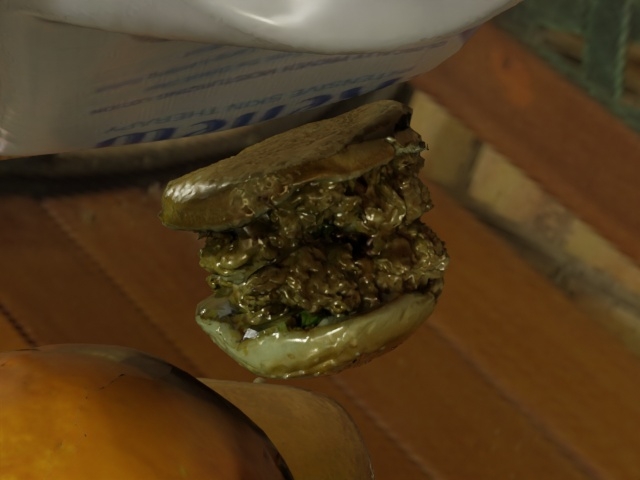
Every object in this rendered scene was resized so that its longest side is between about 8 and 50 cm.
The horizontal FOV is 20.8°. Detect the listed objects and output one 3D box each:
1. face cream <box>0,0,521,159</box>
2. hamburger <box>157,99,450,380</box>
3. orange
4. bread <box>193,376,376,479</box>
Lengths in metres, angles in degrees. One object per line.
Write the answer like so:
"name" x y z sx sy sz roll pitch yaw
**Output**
"face cream" -0.020 -0.100 0.673 0.234 0.420 0.137 -14 84 -12
"hamburger" 0.000 0.000 1.004 0.159 0.131 0.185 -8 18 43
"orange" -0.115 0.168 0.784 0.246 0.246 0.246 13 37 -10
"bread" -0.117 0.349 2.126 0.376 0.348 0.253 10 3 -35
